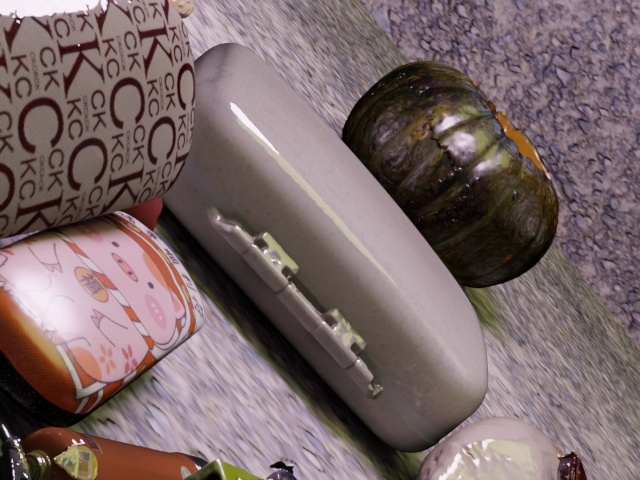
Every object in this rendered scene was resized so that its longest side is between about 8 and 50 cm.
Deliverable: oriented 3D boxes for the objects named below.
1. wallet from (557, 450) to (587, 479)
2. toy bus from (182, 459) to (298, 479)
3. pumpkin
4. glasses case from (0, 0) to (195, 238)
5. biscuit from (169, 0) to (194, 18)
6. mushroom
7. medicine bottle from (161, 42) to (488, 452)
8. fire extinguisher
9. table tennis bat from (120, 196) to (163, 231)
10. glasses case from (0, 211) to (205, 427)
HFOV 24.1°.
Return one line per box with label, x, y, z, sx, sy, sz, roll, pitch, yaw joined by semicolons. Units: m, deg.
wallet;0.219;0.290;1.163;0.122;0.031;0.232;-52;129;-70
toy bus;0.007;0.222;0.818;0.301;0.113;0.139;35;25;-52
pumpkin;0.176;-0.086;1.944;0.320;0.192;0.320;48;16;-19
glasses case;-0.178;-0.071;0.821;0.354;0.085;0.137;-17;111;-61
biscuit;-0.211;-0.276;1.471;0.219;0.061;0.055;42;-1;-37
mushroom;0.148;0.213;1.256;0.128;0.128;0.350;54;11;12
medicine bottle;0.000;0.000;1.312;0.375;0.123;0.282;47;13;-13
fire extinguisher;-0.113;0.129;0.782;0.062;0.050;0.177;57;16;28
table tennis bat;-0.196;-0.129;0.921;0.415;0.051;0.268;60;40;-53
glasses case;-0.136;0.040;0.894;0.103;0.067;0.266;52;14;-1
